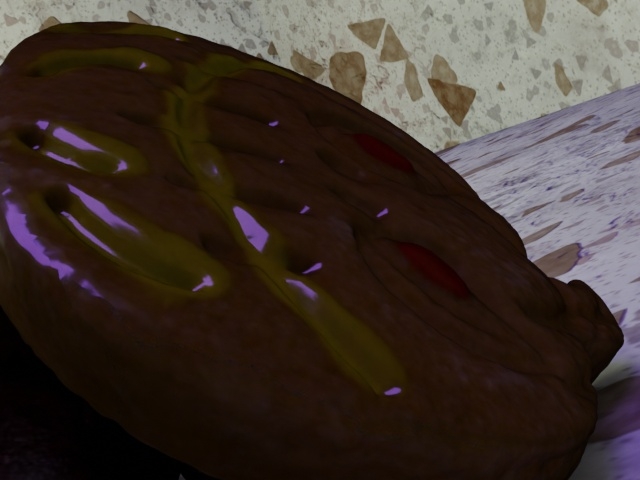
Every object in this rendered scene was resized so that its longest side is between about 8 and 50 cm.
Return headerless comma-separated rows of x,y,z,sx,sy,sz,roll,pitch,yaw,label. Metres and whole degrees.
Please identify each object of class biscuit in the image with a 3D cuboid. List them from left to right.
0.004,-0.008,0.633,0.350,0.070,0.394,17,22,-23,biscuit

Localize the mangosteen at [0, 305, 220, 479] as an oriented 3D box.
-0.160,0.058,0.793,0.347,0.307,0.307,4,-4,-17,mangosteen
